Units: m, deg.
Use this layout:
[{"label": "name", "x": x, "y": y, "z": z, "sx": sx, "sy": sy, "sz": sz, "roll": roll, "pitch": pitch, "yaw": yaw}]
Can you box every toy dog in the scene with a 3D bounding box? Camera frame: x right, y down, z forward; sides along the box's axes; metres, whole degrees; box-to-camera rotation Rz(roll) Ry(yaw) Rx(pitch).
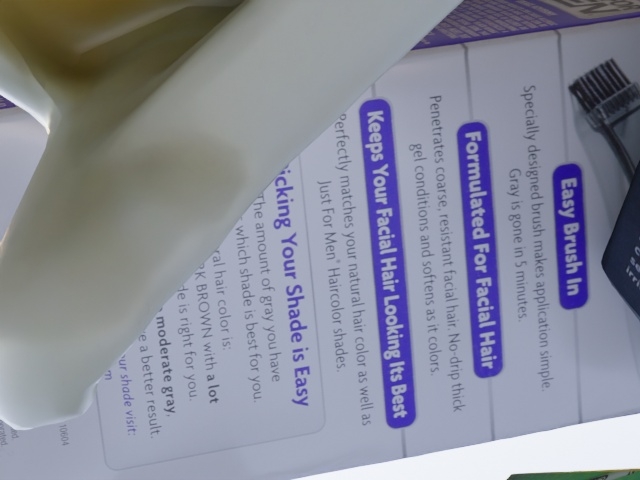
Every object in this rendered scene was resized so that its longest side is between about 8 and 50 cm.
[{"label": "toy dog", "x": -0.087, "y": -0.239, "z": 0.432, "sx": 0.284, "sy": 0.408, "sz": 0.395, "roll": -38, "pitch": -164, "yaw": 37}]

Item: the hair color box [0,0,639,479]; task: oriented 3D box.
[{"label": "hair color box", "x": 0.000, "y": 0.000, "z": 0.857, "sx": 0.338, "sy": 0.185, "sz": 0.110, "roll": -9, "pitch": -163, "yaw": -11}]

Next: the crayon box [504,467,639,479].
[{"label": "crayon box", "x": 0.183, "y": 0.202, "z": 0.987, "sx": 0.081, "sy": 0.165, "sz": 0.278, "roll": -44, "pitch": -173, "yaw": -19}]

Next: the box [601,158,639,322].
[{"label": "box", "x": 0.307, "y": -0.072, "z": 0.671, "sx": 0.293, "sy": 0.212, "sz": 0.395, "roll": -25, "pitch": 154, "yaw": -20}]
